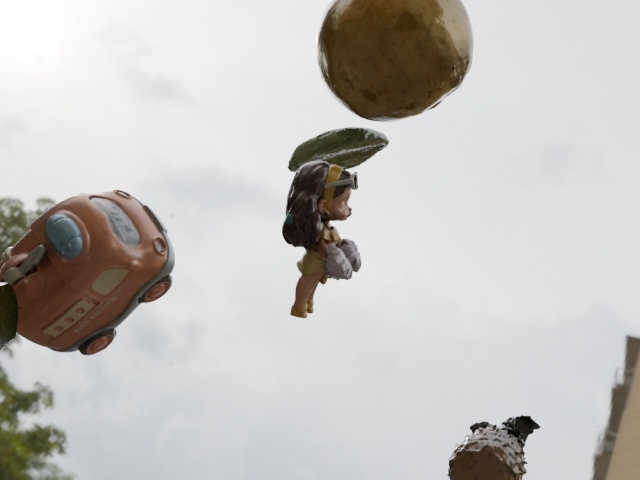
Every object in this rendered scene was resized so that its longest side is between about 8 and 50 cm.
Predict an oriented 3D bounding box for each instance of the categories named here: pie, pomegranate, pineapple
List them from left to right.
[{"bbox_3d":[0.028,-0.157,1.654,0.187,0.187,0.041,-24,-102,45],"label":"pie"},{"bbox_3d":[0.118,-0.313,1.526,0.260,0.260,0.260,18,-42,16],"label":"pomegranate"},{"bbox_3d":[0.354,0.413,1.851,0.170,0.310,0.141,-39,-99,21],"label":"pineapple"}]

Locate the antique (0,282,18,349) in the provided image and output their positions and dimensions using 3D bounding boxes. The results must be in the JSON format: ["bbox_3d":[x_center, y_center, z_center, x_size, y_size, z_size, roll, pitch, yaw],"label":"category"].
[{"bbox_3d":[-0.450,0.099,1.235,0.080,0.221,0.081,-4,-87,-7],"label":"antique"}]

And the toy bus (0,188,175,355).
[{"bbox_3d":[-0.395,0.043,1.511,0.194,0.288,0.232,52,10,23],"label":"toy bus"}]

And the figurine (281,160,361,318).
[{"bbox_3d":[-0.001,-0.002,1.438,0.116,0.175,0.240,2,-81,9],"label":"figurine"}]
